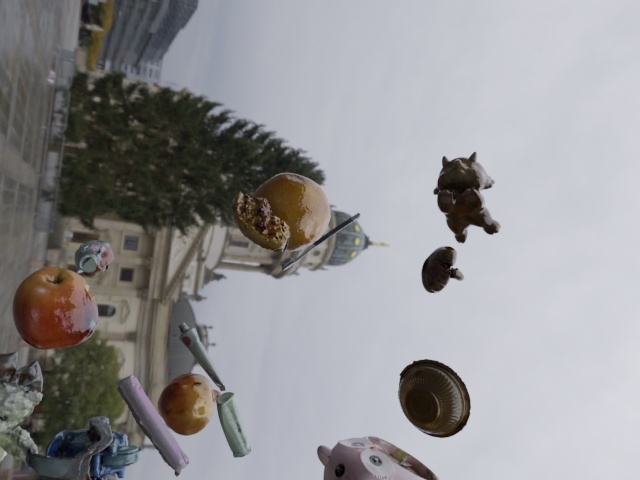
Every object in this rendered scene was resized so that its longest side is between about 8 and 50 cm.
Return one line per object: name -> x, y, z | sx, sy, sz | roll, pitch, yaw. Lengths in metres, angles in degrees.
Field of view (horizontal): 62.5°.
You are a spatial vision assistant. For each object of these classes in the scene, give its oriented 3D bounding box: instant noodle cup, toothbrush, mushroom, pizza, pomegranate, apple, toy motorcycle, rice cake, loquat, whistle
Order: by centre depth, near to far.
apple -> -0.625, 0.156, 1.248 | 0.199, 0.199, 0.199 | -27, -121, 60
rice cake -> -0.406, 0.446, 1.280 | 0.270, 0.055, 0.049 | 53, -36, 12
mushroom -> 0.319, 0.077, 1.389 | 0.135, 0.080, 0.170 | -70, -165, -5
toy motorcycle -> -0.656, 0.573, 1.463 | 0.319, 0.241, 0.182 | -8, -126, 43
toothbrush -> 0.000, 0.000, 1.585 | 0.026, 0.288, 0.024 | 56, 2, 12
pizza -> -0.195, -0.068, 1.714 | 0.305, 0.161, 0.085 | 44, -46, 37
instant noodle cup -> 0.356, 0.537, 1.754 | 0.274, 0.091, 0.273 | 4, -84, 37
pomegranate -> -0.457, 0.567, 1.822 | 0.209, 0.209, 0.209 | -27, -121, 60
whistle -> -0.825, 0.070, 1.914 | 0.346, 0.142, 0.133 | 11, -58, 70
loquat -> -0.123, -0.111, 2.099 | 0.328, 0.329, 0.328 | -27, -121, 60

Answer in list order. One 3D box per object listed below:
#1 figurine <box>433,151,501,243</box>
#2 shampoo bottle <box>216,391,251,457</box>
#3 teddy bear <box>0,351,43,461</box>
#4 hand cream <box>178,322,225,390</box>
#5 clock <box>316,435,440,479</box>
figurine -> 0.433, -0.142, 1.575 | 0.177, 0.247, 0.173 | -20, -142, 38
shampoo bottle -> -0.256, 0.547, 1.562 | 0.049, 0.072, 0.212 | 3, -62, 34
teddy bear -> -0.942, 0.542, 1.445 | 0.362, 0.327, 0.375 | -42, -153, 39
hand cream -> -0.508, 0.501, 2.259 | 0.340, 0.078, 0.124 | 58, -27, 4
clock -> 0.171, 0.775, 1.638 | 0.368, 0.377, 0.250 | 22, -99, 55
